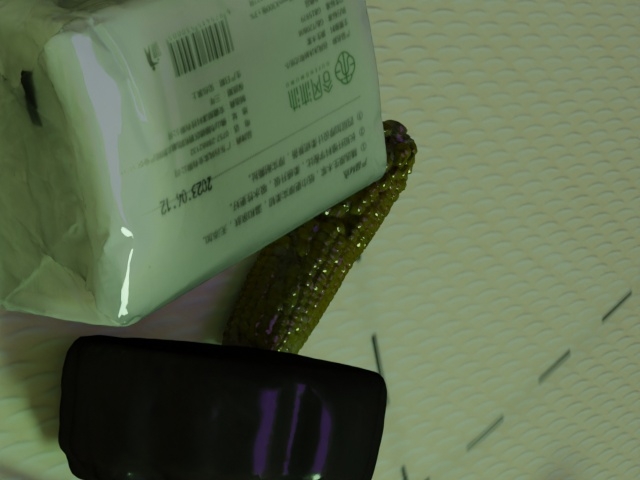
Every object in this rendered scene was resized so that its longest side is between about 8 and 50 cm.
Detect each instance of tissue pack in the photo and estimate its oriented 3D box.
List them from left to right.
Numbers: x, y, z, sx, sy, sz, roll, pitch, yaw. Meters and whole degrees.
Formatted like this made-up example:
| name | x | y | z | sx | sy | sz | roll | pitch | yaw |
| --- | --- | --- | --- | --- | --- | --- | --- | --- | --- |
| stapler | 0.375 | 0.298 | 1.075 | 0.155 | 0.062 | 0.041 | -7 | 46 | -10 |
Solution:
| name | x | y | z | sx | sy | sz | roll | pitch | yaw |
| --- | --- | --- | --- | --- | --- | --- | --- | --- | --- |
| tissue pack | -0.125 | -0.115 | 1.350 | 0.356 | 0.194 | 0.266 | -31 | 120 | -44 |

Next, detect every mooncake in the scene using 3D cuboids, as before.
| name | x | y | z | sx | sy | sz | roll | pitch | yaw |
| --- | --- | --- | --- | --- | --- | --- | --- | --- | --- |
| mooncake | -0.086 | 0.161 | 1.378 | 0.283 | 0.283 | 0.141 | 10 | 84 | -53 |

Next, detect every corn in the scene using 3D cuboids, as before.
| name | x | y | z | sx | sy | sz | roll | pitch | yaw |
| --- | --- | --- | --- | --- | --- | --- | --- | --- | --- |
| corn | 0.000 | 0.000 | 1.613 | 0.319 | 0.097 | 0.097 | -59 | 136 | -27 |
